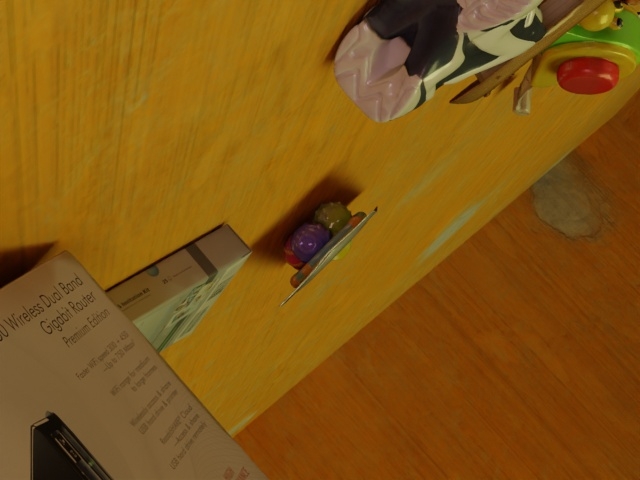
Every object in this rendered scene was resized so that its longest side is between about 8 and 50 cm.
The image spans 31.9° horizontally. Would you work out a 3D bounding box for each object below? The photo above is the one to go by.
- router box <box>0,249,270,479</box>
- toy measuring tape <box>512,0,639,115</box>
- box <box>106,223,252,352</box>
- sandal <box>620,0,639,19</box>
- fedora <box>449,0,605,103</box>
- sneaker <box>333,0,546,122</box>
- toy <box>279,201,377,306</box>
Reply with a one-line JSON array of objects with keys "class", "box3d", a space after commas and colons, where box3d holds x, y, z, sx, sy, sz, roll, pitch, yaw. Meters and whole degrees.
[{"class": "router box", "box3d": [-0.122, 0.178, 0.574, 0.082, 0.301, 0.335, -39, -175, 15]}, {"class": "toy measuring tape", "box3d": [0.309, -0.212, 1.335, 0.121, 0.121, 0.330, -41, 170, -8]}, {"class": "box", "box3d": [-0.158, 0.073, 0.966, 0.186, 0.038, 0.145, -34, 168, -45]}, {"class": "sandal", "box3d": [0.456, -0.338, 1.518, 0.102, 0.076, 0.265, -47, 170, 25]}, {"class": "fedora", "box3d": [0.169, -0.195, 0.932, 0.194, 0.079, 0.194, -39, -178, 2]}, {"class": "sneaker", "box3d": [0.123, -0.184, 0.785, 0.153, 0.094, 0.235, -36, 169, -44]}, {"class": "toy", "box3d": [0.000, 0.000, 1.239, 0.137, 0.056, 0.237, -47, 175, 5]}]
